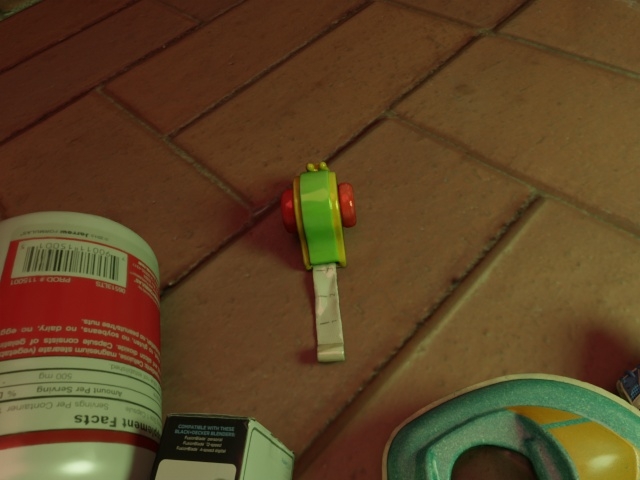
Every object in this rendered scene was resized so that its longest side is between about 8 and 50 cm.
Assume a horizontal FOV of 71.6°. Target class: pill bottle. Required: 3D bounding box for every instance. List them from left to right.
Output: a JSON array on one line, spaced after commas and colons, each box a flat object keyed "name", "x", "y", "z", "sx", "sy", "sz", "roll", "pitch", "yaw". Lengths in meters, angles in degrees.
[{"name": "pill bottle", "x": -0.294, "y": 0.183, "z": 0.483, "sx": 0.229, "sy": 0.229, "sz": 0.407, "roll": -16, "pitch": 53, "yaw": -1}]

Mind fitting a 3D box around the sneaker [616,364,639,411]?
[{"name": "sneaker", "x": 0.363, "y": 0.145, "z": 0.460, "sx": 0.081, "sy": 0.080, "sz": 0.211, "roll": 16, "pitch": 75, "yaw": 30}]

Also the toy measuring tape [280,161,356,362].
[{"name": "toy measuring tape", "x": 0.000, "y": 0.000, "z": 0.636, "sx": 0.122, "sy": 0.121, "sz": 0.329, "roll": -7, "pitch": 53, "yaw": 6}]

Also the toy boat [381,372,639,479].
[{"name": "toy boat", "x": 0.206, "y": 0.267, "z": 0.368, "sx": 0.268, "sy": 0.148, "sz": 0.318, "roll": -22, "pitch": 55, "yaw": 3}]

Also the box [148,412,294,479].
[{"name": "box", "x": -0.099, "y": 0.320, "z": 0.385, "sx": 0.087, "sy": 0.169, "sz": 0.289, "roll": -2, "pitch": 55, "yaw": 12}]
